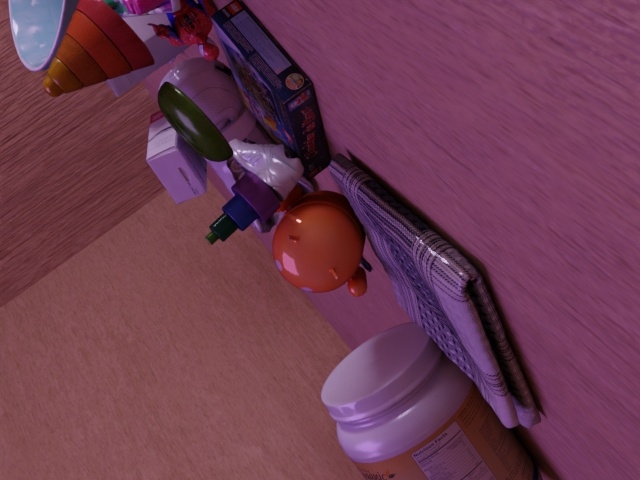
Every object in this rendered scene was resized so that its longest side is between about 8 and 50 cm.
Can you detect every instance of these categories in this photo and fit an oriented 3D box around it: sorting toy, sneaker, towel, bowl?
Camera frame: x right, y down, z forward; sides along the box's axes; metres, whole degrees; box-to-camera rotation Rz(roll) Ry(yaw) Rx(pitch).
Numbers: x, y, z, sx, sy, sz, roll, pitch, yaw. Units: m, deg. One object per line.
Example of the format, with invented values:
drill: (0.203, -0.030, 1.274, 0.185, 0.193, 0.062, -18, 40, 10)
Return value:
sorting toy: (-0.212, -0.134, 1.162, 0.365, 0.126, 0.127, 49, 171, -18)
sneaker: (-0.074, -0.107, 1.263, 0.152, 0.061, 0.054, 38, 170, 43)
sneaker: (-0.123, -0.145, 1.528, 0.210, 0.137, 0.366, 49, 177, 31)
towel: (0.137, 0.071, 1.149, 0.312, 0.056, 0.324, 46, 171, 48)
bowl: (-0.439, -0.458, 1.662, 0.311, 0.163, 0.312, 5, 96, 55)

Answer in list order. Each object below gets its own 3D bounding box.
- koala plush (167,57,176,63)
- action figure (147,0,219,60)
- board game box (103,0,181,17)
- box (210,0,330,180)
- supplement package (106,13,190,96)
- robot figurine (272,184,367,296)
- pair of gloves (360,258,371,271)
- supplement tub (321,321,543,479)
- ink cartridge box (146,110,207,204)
koala plush: (-0.396, -0.439, 1.888, 0.196, 0.203, 0.221, 51, -166, 19)
action figure: (-0.231, -0.371, 1.270, 0.280, 0.091, 0.139, 54, -178, -3)
board game box: (-0.304, -0.451, 1.096, 0.390, 0.050, 0.390, 27, 141, 65)
box: (-0.060, -0.191, 1.213, 0.159, 0.044, 0.233, 50, 173, 19)
supplement package: (-0.315, -0.353, 1.573, 0.105, 0.179, 0.105, 52, 173, 15)
robot figurine: (-0.002, -0.001, 1.291, 0.219, 0.128, 0.158, -69, -26, -77)
pair of gloves: (0.060, 0.018, 1.598, 0.074, 0.010, 0.083, 45, 170, 52)
supplement tub: (0.166, 0.303, 1.381, 0.316, 0.228, 0.228, 55, 173, -13)
ink cartridge box: (-0.249, -0.153, 1.607, 0.150, 0.063, 0.109, -97, -19, -51)
